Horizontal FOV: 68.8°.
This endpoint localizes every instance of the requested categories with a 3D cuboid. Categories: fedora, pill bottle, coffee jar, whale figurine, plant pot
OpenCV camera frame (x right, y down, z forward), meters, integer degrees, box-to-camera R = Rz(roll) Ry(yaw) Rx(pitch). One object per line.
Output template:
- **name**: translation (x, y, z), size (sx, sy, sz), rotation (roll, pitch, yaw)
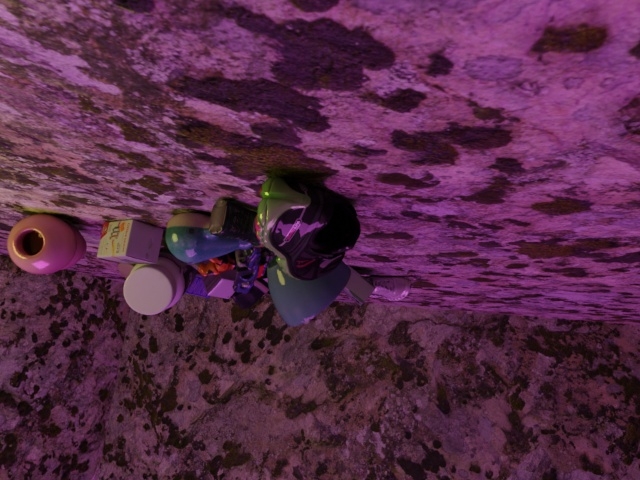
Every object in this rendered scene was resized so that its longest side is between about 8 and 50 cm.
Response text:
- **fedora**: translation (-0.348, 0.205, 2.054), size (0.333, 0.153, 0.334), rotation (33, 168, 8)
- **pill bottle**: translation (-0.608, 0.147, 1.788), size (0.203, 0.205, 0.361), rotation (7, -171, -4)
- **coffee jar**: translation (-0.198, -0.040, 1.240), size (0.184, 0.096, 0.079), rotation (19, 165, -42)
- **whale figurine**: translation (-0.327, 0.006, 1.406), size (0.271, 0.141, 0.216), rotation (10, 167, -18)
- **plant pot**: translation (-0.070, 0.120, 1.592), size (0.195, 0.290, 0.290), rotation (49, 152, -15)

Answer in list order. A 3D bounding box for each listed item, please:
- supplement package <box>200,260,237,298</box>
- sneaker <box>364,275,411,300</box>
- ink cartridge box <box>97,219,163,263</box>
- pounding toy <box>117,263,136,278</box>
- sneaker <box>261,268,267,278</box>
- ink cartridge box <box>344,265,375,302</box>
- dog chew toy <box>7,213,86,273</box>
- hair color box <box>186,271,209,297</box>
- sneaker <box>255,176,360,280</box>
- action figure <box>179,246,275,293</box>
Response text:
- **supplement package**: translation (-0.406, 0.129, 1.868), size (0.105, 0.179, 0.105), rotation (-46, 141, 20)
- **sneaker**: translation (0.287, 0.211, 2.137), size (0.118, 0.110, 0.292), rotation (26, 158, -34)
- **ink cartridge box**: translation (-0.652, 0.008, 1.605), size (0.176, 0.128, 0.127), rotation (-4, 164, 34)
- **pounding toy**: translation (-0.930, 0.120, 2.378), size (0.182, 0.110, 0.237), rotation (14, 140, 14)
- **sneaker**: translation (-0.213, 0.129, 2.030), size (0.130, 0.087, 0.227), rotation (2, 174, -9)
- **ink cartridge box**: translation (0.149, 0.201, 2.038), size (0.153, 0.087, 0.208), rotation (38, 171, 9)
- **dog chew toy**: translation (-0.951, 0.017, 1.670), size (0.206, 0.207, 0.332), rotation (7, 176, -4)
- **hair color box**: translation (-0.689, 0.185, 2.340), size (0.185, 0.110, 0.339), rotation (27, 175, 24)
- **sneaker**: translation (0.000, 0.000, 1.126), size (0.202, 0.186, 0.483), rotation (7, 169, 15)
- **action figure**: translation (-0.308, 0.042, 1.664), size (0.329, 0.179, 0.341), rotation (5, 142, -25)
